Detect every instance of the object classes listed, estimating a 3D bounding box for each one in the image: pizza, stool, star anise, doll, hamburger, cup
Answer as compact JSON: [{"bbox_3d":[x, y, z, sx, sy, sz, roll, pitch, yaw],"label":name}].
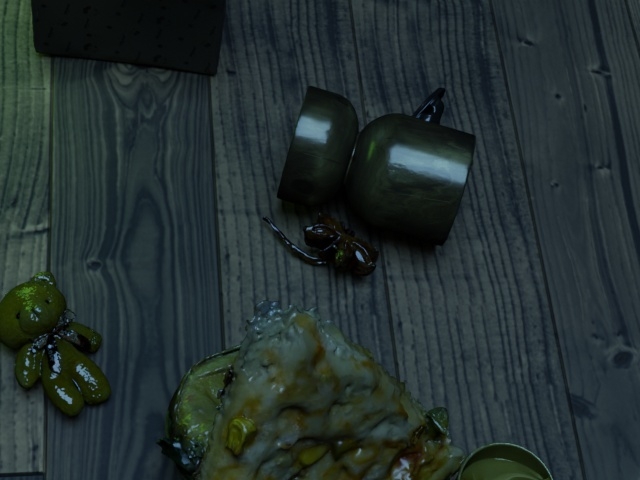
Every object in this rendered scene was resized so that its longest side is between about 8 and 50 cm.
[{"bbox_3d":[0.017,0.300,1.630,0.392,0.434,0.080,11,19,-34],"label":"pizza"},{"bbox_3d":[0.084,-0.111,1.916,0.264,0.179,0.179,17,59,0],"label":"stool"},{"bbox_3d":[0.000,0.000,1.914,0.191,0.070,0.097,33,34,13],"label":"star anise"},{"bbox_3d":[-0.370,0.143,1.763,0.137,0.097,0.209,-34,75,-30],"label":"doll"},{"bbox_3d":[-0.085,0.225,1.715,0.309,0.132,0.211,-16,45,-22],"label":"hamburger"},{"bbox_3d":[0.217,0.369,1.674,0.131,0.155,0.176,34,63,12],"label":"cup"}]

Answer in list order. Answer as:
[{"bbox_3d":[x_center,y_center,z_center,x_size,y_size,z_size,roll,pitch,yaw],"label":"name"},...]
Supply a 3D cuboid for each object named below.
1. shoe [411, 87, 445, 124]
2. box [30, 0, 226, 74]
[{"bbox_3d":[0.160,-0.176,2.038,0.053,0.062,0.159,41,70,13],"label":"shoe"},{"bbox_3d":[-0.295,-0.411,2.016,0.297,0.225,0.190,7,60,-5],"label":"box"}]
